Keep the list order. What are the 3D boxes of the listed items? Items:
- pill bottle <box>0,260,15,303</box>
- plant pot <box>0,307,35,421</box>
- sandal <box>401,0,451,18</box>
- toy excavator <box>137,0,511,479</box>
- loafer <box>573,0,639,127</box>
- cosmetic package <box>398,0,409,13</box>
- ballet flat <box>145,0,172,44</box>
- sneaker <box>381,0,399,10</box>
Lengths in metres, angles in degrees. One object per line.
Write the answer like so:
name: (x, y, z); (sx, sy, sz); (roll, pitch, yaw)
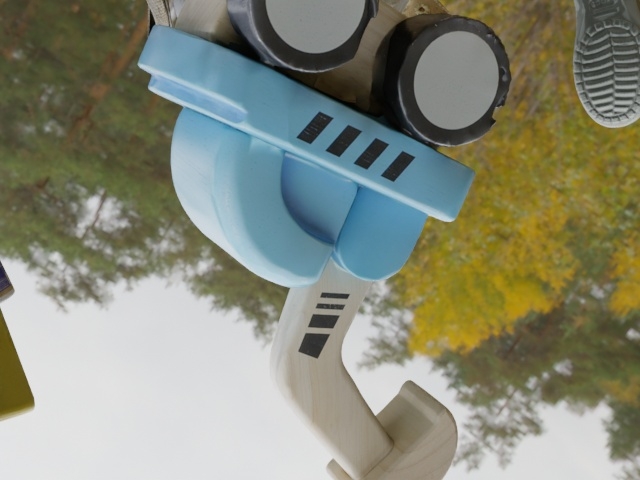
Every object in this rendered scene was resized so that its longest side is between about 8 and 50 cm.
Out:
pill bottle: (-0.658, 0.039, 1.767); (0.112, 0.112, 0.187); (-93, -19, -76)
plant pot: (-0.472, 0.132, 1.015); (0.187, 0.212, 0.212); (-23, -87, -56)
sandal: (0.118, -0.259, 1.135); (0.088, 0.079, 0.240); (5, -153, 14)
toy excavator: (0.000, 0.000, 0.868); (0.433, 0.445, 0.222); (23, -175, -29)
loafer: (0.354, -0.263, 1.144); (0.094, 0.251, 0.087); (0, -164, 32)
cosmetic package: (0.105, -0.330, 1.661); (0.060, 0.239, 0.099); (17, 158, 27)
ballet flat: (-0.287, -0.383, 1.649); (0.250, 0.058, 0.084); (96, 163, -64)
sneaker: (0.055, -0.354, 1.207); (0.061, 0.158, 0.065); (-21, -156, -40)
